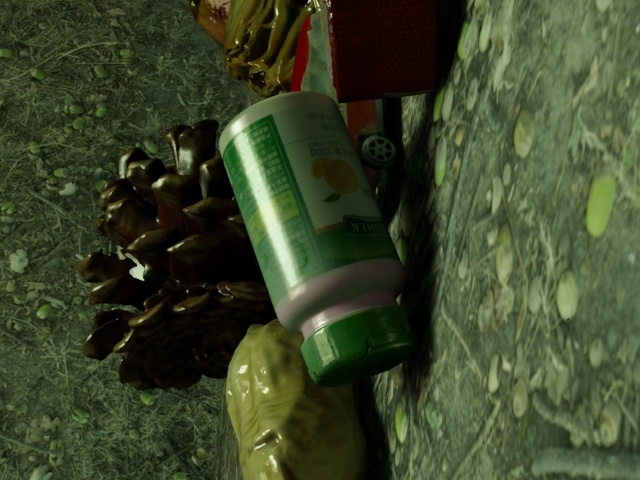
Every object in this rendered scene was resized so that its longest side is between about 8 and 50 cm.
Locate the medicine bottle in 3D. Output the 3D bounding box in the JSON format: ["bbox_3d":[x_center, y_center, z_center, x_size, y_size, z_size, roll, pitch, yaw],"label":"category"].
[{"bbox_3d":[0.000,0.000,0.968,0.133,0.133,0.274,116,137,-64],"label":"medicine bottle"}]

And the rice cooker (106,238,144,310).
[{"bbox_3d":[-0.203,0.026,1.652,0.316,0.264,0.316,57,179,1],"label":"rice cooker"}]

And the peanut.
[{"bbox_3d":[-0.024,0.201,1.116,0.340,0.158,0.174,-109,25,-55],"label":"peanut"}]

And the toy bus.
[{"bbox_3d":[0.023,-0.142,1.153,0.121,0.120,0.265,111,163,-61],"label":"toy bus"}]

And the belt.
[{"bbox_3d":[0.061,-0.234,0.954,0.128,0.124,0.201,-98,2,-69],"label":"belt"}]

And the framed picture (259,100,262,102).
[{"bbox_3d":[-0.052,-0.058,1.494,0.260,0.023,0.189,63,158,19],"label":"framed picture"}]

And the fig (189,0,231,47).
[{"bbox_3d":[-0.144,-0.503,2.125,0.263,0.224,0.224,9,93,44],"label":"fig"}]

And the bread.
[{"bbox_3d":[-0.040,-0.359,1.482,0.314,0.191,0.370,166,112,-81],"label":"bread"}]

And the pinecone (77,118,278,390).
[{"bbox_3d":[-0.167,0.011,1.364,0.384,0.384,0.384,-173,90,-81],"label":"pinecone"}]
